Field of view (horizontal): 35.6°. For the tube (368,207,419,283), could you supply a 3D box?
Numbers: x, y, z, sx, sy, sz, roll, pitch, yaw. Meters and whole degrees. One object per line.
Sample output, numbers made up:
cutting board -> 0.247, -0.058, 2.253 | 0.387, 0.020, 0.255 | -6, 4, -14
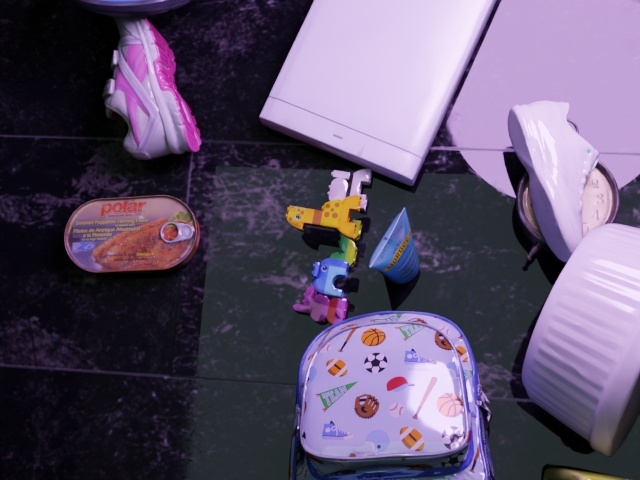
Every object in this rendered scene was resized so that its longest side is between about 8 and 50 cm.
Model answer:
tube -> 0.091, 0.014, 1.244 | 0.052, 0.207, 0.080 | 25, 85, 13

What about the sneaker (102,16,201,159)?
sneaker -> -0.259, -0.223, 1.396 | 0.111, 0.103, 0.252 | -22, 73, 6

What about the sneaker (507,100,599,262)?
sneaker -> 0.307, -0.081, 1.241 | 0.094, 0.080, 0.212 | -12, 75, -6

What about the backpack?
backpack -> 0.079, 0.210, 1.193 | 0.276, 0.213, 0.263 | -1, 43, 2

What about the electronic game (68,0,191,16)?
electronic game -> -0.254, -0.377, 1.399 | 0.229, 0.048, 0.229 | -2, 39, 1

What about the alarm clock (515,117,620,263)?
alarm clock -> 0.320, -0.067, 1.300 | 0.129, 0.064, 0.192 | 0, 81, 8

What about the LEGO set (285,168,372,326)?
LEGO set -> 0.000, 0.000, 1.322 | 0.093, 0.087, 0.227 | 10, 79, 10

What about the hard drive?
hard drive -> 0.093, -0.281, 1.385 | 0.233, 0.047, 0.353 | 23, 82, 12

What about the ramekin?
ramekin -> 0.341, 0.104, 1.170 | 0.127, 0.273, 0.273 | 26, 83, 24

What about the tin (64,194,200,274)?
tin -> -0.261, -0.007, 1.387 | 0.189, 0.040, 0.106 | -2, 83, 8

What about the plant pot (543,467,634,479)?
plant pot -> 0.367, 0.382, 1.128 | 0.207, 0.228, 0.227 | 4, 80, 2
